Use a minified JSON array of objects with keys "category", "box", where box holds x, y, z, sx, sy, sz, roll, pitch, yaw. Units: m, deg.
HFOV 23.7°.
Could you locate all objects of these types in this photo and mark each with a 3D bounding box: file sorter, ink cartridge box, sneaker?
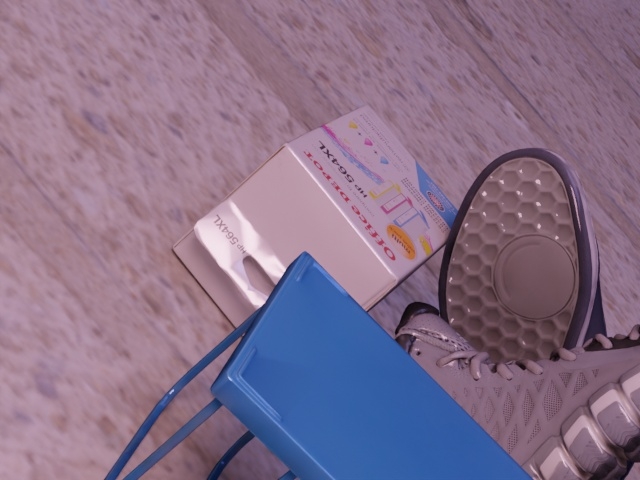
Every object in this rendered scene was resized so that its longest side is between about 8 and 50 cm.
[{"category":"file sorter","box":[0.005,0.116,0.634,0.170,0.104,0.118,46,25,-7]},{"category":"ink cartridge box","box":[0.000,0.000,0.804,0.092,0.090,0.143,50,25,3]},{"category":"sneaker","box":[0.134,0.053,0.861,0.163,0.086,0.226,-21,112,-62]},{"category":"sneaker","box":[0.103,0.061,0.742,0.132,0.228,0.086,51,2,25]}]
